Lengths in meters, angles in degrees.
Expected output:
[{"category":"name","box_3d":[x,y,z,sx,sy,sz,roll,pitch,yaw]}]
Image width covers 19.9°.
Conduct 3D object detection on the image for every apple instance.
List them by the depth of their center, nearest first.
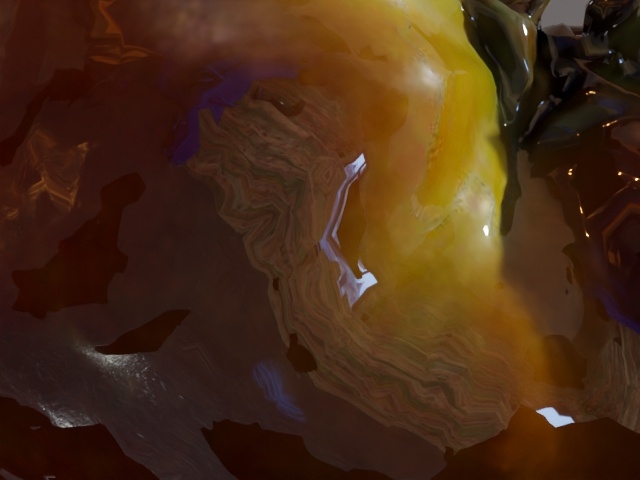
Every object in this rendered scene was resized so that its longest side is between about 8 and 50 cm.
[{"category":"apple","box_3d":[0.000,0.000,0.517,0.295,0.329,0.365,62,-16,-5]}]
